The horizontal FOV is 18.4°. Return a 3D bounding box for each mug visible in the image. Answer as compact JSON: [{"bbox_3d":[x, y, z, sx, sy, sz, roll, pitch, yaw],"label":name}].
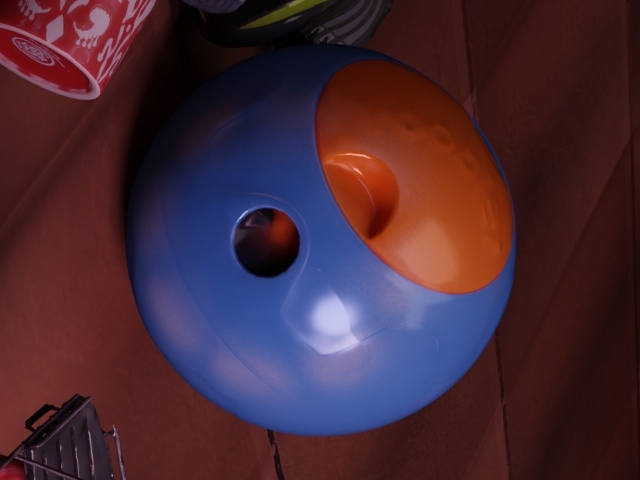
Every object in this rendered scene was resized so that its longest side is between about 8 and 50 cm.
[{"bbox_3d":[-0.159,-0.192,1.254,0.169,0.150,0.113,-65,-168,-15],"label":"mug"}]

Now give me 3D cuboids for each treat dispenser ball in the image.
[{"bbox_3d":[0.000,0.000,1.456,0.288,0.288,0.288,-45,142,-52],"label":"treat dispenser ball"}]

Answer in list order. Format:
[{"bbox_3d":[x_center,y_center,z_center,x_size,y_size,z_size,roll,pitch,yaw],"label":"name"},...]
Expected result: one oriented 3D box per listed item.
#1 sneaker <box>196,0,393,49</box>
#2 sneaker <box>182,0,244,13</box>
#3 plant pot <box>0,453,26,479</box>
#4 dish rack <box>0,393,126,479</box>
[{"bbox_3d":[-0.006,-0.186,1.583,0.300,0.111,0.121,-32,135,-57],"label":"sneaker"},{"bbox_3d":[-0.050,-0.303,1.409,0.122,0.110,0.283,-32,131,-64],"label":"sneaker"},{"bbox_3d":[-0.260,0.194,1.101,0.191,0.174,0.191,-46,143,-50],"label":"plant pot"},{"bbox_3d":[-0.159,0.218,1.034,0.271,0.074,0.208,-46,142,-52],"label":"dish rack"}]
